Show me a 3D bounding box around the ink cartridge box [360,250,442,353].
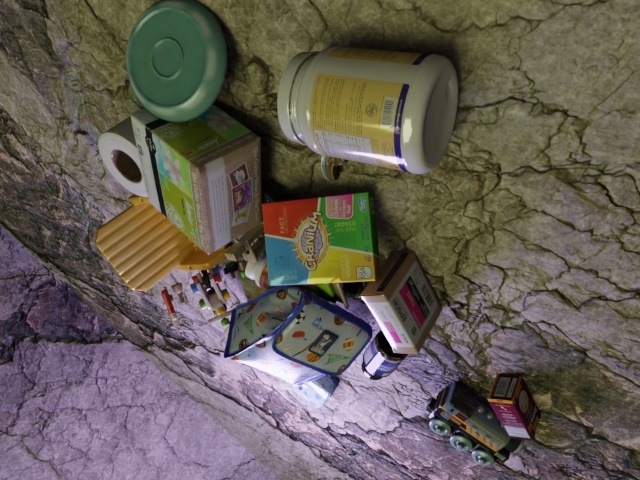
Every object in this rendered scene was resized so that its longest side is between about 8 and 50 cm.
[{"bbox_3d":[0.240,0.178,1.517,0.088,0.193,0.234,-6,124,43],"label":"ink cartridge box"}]

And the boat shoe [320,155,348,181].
[{"bbox_3d":[0.042,-0.227,1.374,0.066,0.066,0.183,18,138,23],"label":"boat shoe"}]

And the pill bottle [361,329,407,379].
[{"bbox_3d":[0.217,0.397,1.814,0.123,0.123,0.219,32,142,9],"label":"pill bottle"}]

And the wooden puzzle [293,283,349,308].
[{"bbox_3d":[-0.030,0.126,1.626,0.239,0.044,0.221,24,159,22],"label":"wooden puzzle"}]

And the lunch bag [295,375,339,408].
[{"bbox_3d":[-0.029,0.622,2.269,0.176,0.090,0.219,33,143,7],"label":"lunch bag"}]

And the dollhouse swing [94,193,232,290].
[{"bbox_3d":[-0.574,0.000,1.919,0.315,0.305,0.346,-3,125,42],"label":"dollhouse swing"}]

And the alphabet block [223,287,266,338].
[{"bbox_3d":[-0.237,0.331,2.067,0.193,0.192,0.197,37,142,-1],"label":"alphabet block"}]

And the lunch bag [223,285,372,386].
[{"bbox_3d":[-0.071,0.309,1.726,0.386,0.238,0.328,-31,132,35],"label":"lunch bag"}]

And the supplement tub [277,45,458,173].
[{"bbox_3d":[0.100,-0.285,1.126,0.332,0.241,0.241,16,137,28],"label":"supplement tub"}]

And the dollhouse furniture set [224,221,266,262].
[{"bbox_3d":[-0.280,0.022,1.795,0.161,0.182,0.101,5,131,36],"label":"dollhouse furniture set"}]

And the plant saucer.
[{"bbox_3d":[-0.388,-0.470,1.369,0.318,0.044,0.317,3,99,22],"label":"plant saucer"}]

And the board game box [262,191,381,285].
[{"bbox_3d":[0.000,0.000,1.470,0.317,0.064,0.242,-5,91,21],"label":"board game box"}]

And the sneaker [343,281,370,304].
[{"bbox_3d":[0.141,0.155,1.624,0.098,0.135,0.276,-5,126,40],"label":"sneaker"}]

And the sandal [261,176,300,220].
[{"bbox_3d":[-0.090,-0.076,1.625,0.445,0.107,0.167,46,145,11],"label":"sandal"}]

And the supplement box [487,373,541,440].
[{"bbox_3d":[0.602,0.516,1.631,0.081,0.104,0.188,-9,122,44],"label":"supplement box"}]

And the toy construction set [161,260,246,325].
[{"bbox_3d":[-0.437,0.245,2.020,0.258,0.309,0.237,-6,104,53],"label":"toy construction set"}]

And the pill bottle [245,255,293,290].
[{"bbox_3d":[-0.150,0.128,1.844,0.216,0.121,0.121,23,139,20],"label":"pill bottle"}]

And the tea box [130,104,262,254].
[{"bbox_3d":[-0.352,-0.201,1.543,0.324,0.220,0.328,36,143,27],"label":"tea box"}]

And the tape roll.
[{"bbox_3d":[-0.582,-0.289,1.742,0.246,0.169,0.246,23,140,21],"label":"tape roll"}]

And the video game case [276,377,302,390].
[{"bbox_3d":[-0.168,0.552,2.288,0.193,0.023,0.212,-23,92,60],"label":"video game case"}]

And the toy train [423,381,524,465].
[{"bbox_3d":[0.521,0.629,1.796,0.334,0.142,0.190,35,133,6],"label":"toy train"}]
